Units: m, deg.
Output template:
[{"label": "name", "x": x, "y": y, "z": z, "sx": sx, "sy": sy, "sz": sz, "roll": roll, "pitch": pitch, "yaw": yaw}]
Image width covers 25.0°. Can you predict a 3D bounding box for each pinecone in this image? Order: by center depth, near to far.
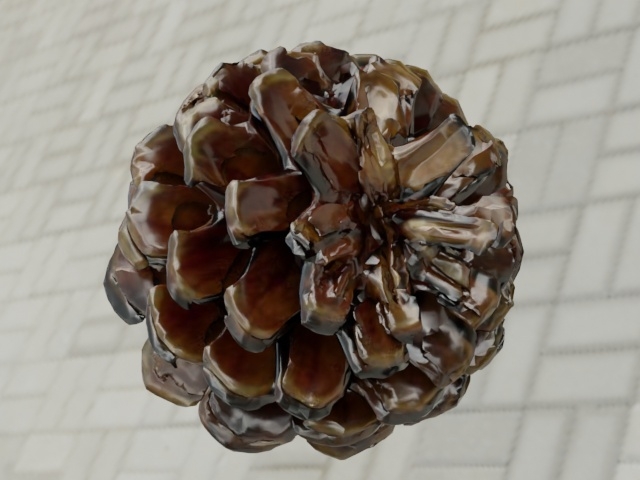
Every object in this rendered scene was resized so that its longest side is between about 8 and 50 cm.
[{"label": "pinecone", "x": 0.000, "y": 0.000, "z": 0.724, "sx": 0.221, "sy": 0.221, "sz": 0.221, "roll": -31, "pitch": 37, "yaw": 27}]
